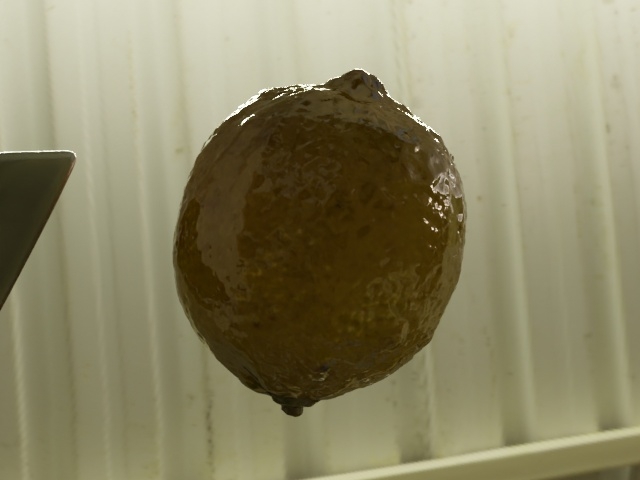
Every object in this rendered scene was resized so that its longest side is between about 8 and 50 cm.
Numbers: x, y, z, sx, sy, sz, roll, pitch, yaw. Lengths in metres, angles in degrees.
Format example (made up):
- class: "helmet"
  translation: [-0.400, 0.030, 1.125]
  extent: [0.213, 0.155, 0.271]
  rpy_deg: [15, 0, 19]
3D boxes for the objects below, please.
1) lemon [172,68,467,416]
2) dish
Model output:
- class: "lemon"
  translation: [0.000, 0.000, 0.837]
  extent: [0.192, 0.192, 0.231]
  rpy_deg: [15, -96, -25]
- class: "dish"
  translation: [-0.257, 0.036, 0.845]
  extent: [0.064, 0.154, 0.234]
  rpy_deg: [34, -128, -21]
